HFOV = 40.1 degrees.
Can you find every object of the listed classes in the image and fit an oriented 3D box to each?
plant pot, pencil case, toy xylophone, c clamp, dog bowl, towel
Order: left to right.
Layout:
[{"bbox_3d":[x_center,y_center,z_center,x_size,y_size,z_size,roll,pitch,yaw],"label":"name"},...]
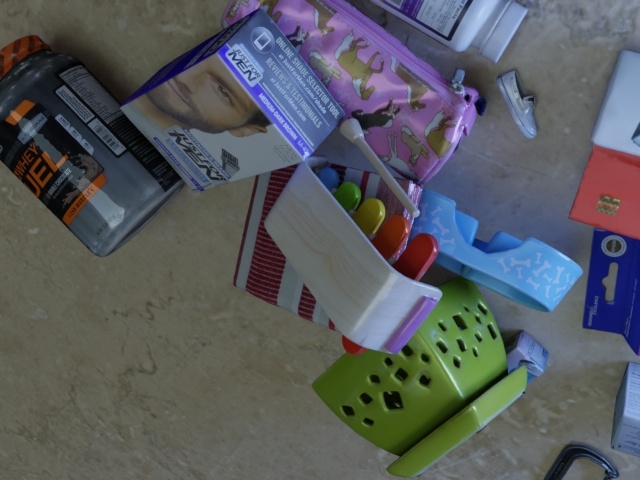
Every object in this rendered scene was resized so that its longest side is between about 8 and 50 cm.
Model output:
[{"bbox_3d":[0.000,0.000,1.313,0.329,0.037,0.237,18,96,45],"label":"towel"},{"bbox_3d":[0.042,-0.248,1.226,0.386,0.160,0.167,37,102,2],"label":"pencil case"},{"bbox_3d":[0.044,-0.010,1.185,0.236,0.081,0.323,-49,53,29],"label":"toy xylophone"},{"bbox_3d":[0.166,0.212,1.337,0.207,0.227,0.228,52,124,15],"label":"plant pot"},{"bbox_3d":[0.226,0.014,1.272,0.297,0.166,0.074,26,85,8],"label":"dog bowl"},{"bbox_3d":[0.450,0.416,1.481,0.137,0.022,0.161,23,124,17],"label":"c clamp"}]

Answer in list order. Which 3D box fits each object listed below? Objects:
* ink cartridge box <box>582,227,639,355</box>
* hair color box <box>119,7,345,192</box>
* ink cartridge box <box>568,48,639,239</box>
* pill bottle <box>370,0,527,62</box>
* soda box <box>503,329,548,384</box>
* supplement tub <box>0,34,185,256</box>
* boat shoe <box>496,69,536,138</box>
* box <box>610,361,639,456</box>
[{"bbox_3d":[0.565,0.094,1.240,0.370,0.069,0.176,9,119,21],"label":"ink cartridge box"},{"bbox_3d":[-0.138,-0.187,1.265,0.185,0.110,0.338,49,151,-19],"label":"hair color box"},{"bbox_3d":[0.487,-0.098,1.140,0.275,0.060,0.239,18,105,14],"label":"ink cartridge box"},{"bbox_3d":[0.170,-0.319,1.163,0.193,0.108,0.108,32,124,5],"label":"pill bottle"},{"bbox_3d":[0.283,0.227,1.428,0.063,0.058,0.183,42,124,-1],"label":"soda box"},{"bbox_3d":[-0.400,-0.155,1.431,0.338,0.207,0.207,46,124,-4],"label":"supplement tub"},{"bbox_3d":[0.283,-0.191,1.227,0.035,0.035,0.100,-23,98,34],"label":"boat shoe"},{"bbox_3d":[0.507,0.261,1.302,0.126,0.137,0.072,15,122,15],"label":"box"}]
